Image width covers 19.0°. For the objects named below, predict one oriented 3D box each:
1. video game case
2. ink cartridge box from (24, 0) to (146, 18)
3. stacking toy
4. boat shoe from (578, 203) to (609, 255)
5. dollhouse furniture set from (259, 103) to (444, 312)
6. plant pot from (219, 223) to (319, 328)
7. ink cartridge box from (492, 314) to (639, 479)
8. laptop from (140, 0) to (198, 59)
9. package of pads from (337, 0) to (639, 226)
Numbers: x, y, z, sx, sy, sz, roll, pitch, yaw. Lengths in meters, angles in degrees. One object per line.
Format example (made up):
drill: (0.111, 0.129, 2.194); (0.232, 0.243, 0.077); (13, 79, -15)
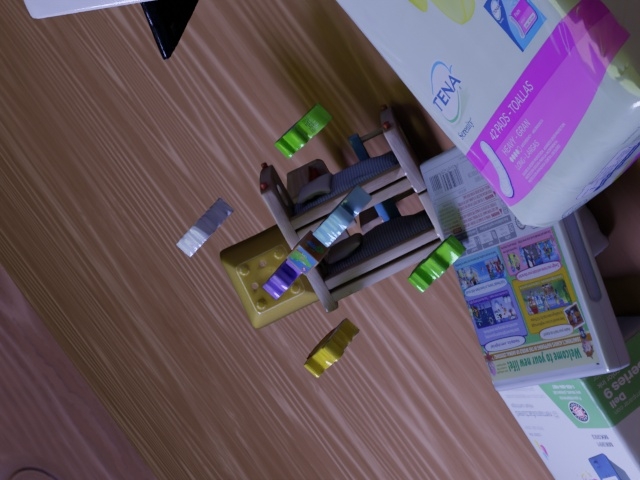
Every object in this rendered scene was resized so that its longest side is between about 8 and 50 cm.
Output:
video game case: (0.148, 0.013, 1.431); (0.212, 0.023, 0.193); (154, 97, -71)
ink cartridge box: (-0.135, -0.327, 1.316); (0.198, 0.197, 0.270); (-7, 129, 15)
stacking toy: (0.000, 0.000, 1.557); (0.167, 0.052, 0.221); (44, 134, -3)
boat shoe: (0.183, 0.026, 1.513); (0.063, 0.066, 0.184); (50, 151, 14)
dollhouse furniture set: (0.030, -0.050, 1.689); (0.129, 0.129, 0.183); (61, -171, -19)
plant pot: (-0.042, 0.032, 1.715); (0.081, 0.081, 0.083); (64, -177, -2)
ink cartridge box: (0.256, 0.171, 1.535); (0.212, 0.093, 0.154); (55, 160, -10)
laptop: (-0.186, -0.320, 1.646); (0.137, 0.264, 0.234); (-4, 131, 21)
package of pads: (0.104, -0.169, 1.185); (0.296, 0.101, 0.229); (51, 159, 8)
